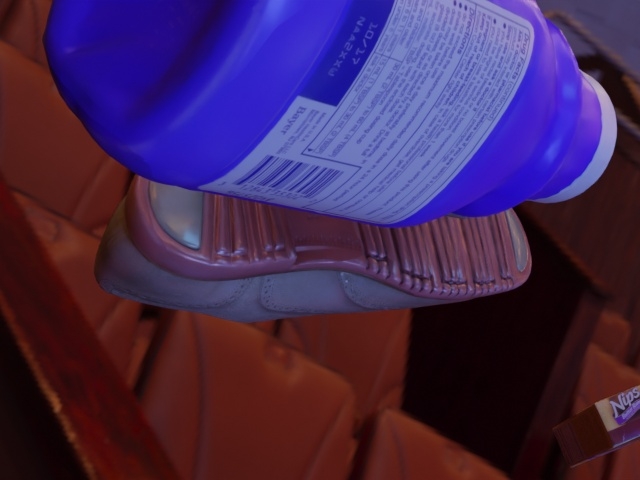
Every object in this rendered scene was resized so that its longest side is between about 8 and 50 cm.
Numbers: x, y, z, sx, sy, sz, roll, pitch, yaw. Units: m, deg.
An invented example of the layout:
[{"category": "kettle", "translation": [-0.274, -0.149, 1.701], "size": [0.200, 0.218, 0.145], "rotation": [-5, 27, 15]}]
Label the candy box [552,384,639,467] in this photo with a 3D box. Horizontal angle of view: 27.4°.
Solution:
[{"category": "candy box", "translation": [0.326, 0.192, 1.404], "size": [0.187, 0.109, 0.053], "rotation": [103, -34, -75]}]

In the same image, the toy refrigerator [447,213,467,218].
[{"category": "toy refrigerator", "translation": [0.100, -0.159, 0.992], "size": [0.094, 0.269, 0.102], "rotation": [10, -6, 7]}]

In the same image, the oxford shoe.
[{"category": "oxford shoe", "translation": [0.000, 0.000, 1.105], "size": [0.397, 0.140, 0.146], "rotation": [7, -29, -31]}]

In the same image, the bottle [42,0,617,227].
[{"category": "bottle", "translation": [0.029, -0.064, 0.511], "size": [0.283, 0.118, 0.092], "rotation": [8, 34, -54]}]
